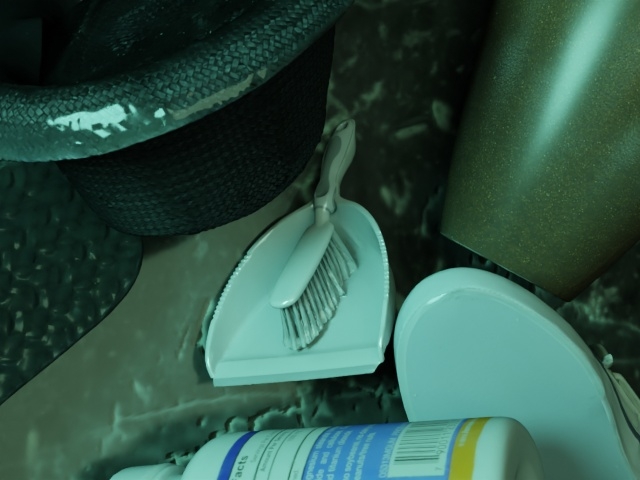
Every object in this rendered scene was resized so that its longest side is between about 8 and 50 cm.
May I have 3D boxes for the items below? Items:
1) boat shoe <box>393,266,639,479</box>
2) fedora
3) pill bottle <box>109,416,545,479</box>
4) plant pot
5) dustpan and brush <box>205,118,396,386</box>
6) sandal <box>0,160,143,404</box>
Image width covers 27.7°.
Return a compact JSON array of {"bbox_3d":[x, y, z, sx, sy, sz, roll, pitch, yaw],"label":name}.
[{"bbox_3d":[0.180,0.135,0.933,0.136,0.156,0.367,-38,111,18],"label":"boat shoe"},{"bbox_3d":[-0.088,-0.115,0.843,0.334,0.334,0.152,-31,128,-17],"label":"fedora"},{"bbox_3d":[-0.001,0.193,0.817,0.272,0.152,0.152,-7,87,21],"label":"pill bottle"},{"bbox_3d":[0.186,-0.081,0.937,0.215,0.215,0.230,28,93,-12],"label":"plant pot"},{"bbox_3d":[0.000,0.000,0.920,0.060,0.147,0.211,57,40,-32],"label":"dustpan and brush"},{"bbox_3d":[-0.303,0.106,0.825,0.446,0.107,0.167,-36,94,-29],"label":"sandal"}]
